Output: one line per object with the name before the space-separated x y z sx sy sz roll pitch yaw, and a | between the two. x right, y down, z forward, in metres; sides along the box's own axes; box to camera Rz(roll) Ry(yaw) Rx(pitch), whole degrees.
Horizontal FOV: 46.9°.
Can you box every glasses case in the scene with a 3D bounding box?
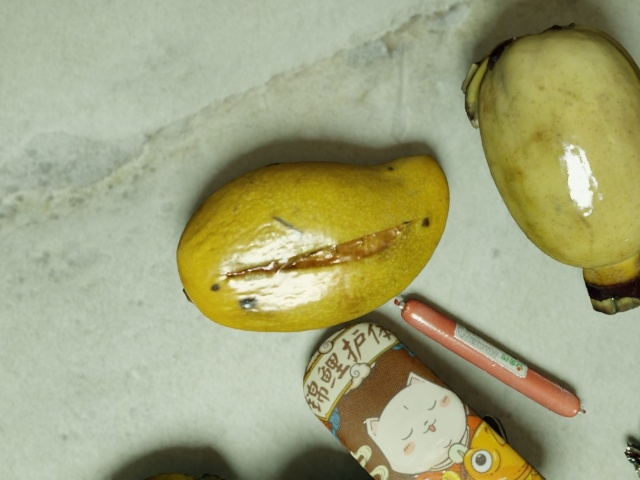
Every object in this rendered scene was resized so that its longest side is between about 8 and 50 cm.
glasses case | 0.117 0.219 0.764 0.321 0.082 0.122 43 90 15

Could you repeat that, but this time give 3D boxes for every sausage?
sausage | 0.188 0.131 0.819 0.253 0.034 0.034 31 93 -7

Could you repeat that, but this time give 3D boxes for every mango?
mango | -0.001 0.001 0.753 0.295 0.120 0.177 -14 98 -2

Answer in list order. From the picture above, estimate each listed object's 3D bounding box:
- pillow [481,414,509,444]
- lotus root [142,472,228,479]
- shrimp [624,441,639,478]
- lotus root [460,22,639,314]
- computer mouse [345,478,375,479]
pillow | 0.160 0.263 0.822 0.136 0.055 0.091 -30 115 2
lotus root | -0.211 0.412 0.747 0.196 0.179 0.397 40 89 -21
shrimp | 0.416 0.280 0.830 0.082 0.076 0.174 -42 97 -21
lotus root | 0.260 -0.062 0.734 0.183 0.183 0.309 -23 100 -1
computer mouse | -0.034 0.386 0.699 0.389 0.115 0.199 -40 142 -34
